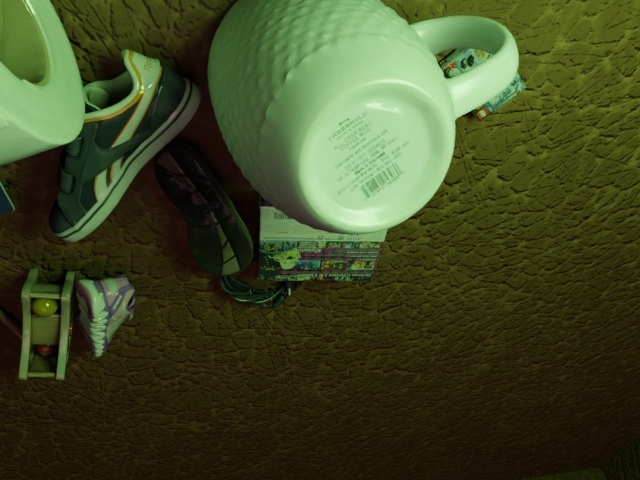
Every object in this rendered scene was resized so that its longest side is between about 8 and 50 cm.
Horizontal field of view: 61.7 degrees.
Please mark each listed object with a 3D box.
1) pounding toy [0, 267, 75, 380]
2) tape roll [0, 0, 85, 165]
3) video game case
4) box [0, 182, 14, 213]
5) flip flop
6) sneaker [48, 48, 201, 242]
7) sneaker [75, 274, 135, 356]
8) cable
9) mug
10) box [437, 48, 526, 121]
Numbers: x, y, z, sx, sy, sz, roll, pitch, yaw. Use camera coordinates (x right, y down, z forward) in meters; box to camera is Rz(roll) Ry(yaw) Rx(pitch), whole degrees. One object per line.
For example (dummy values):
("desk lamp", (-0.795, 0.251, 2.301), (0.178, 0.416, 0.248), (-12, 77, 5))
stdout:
("pounding toy", (-0.550, 0.174, 1.005), (0.154, 0.154, 0.270), (6, 131, -21))
("tape roll", (-0.376, -0.221, 0.570), (0.100, 0.286, 0.286), (-18, 136, 3))
("video game case", (0.000, 0.000, 0.986), (0.231, 0.042, 0.210), (0, 139, -7))
("box", (-0.605, -0.086, 0.817), (0.225, 0.037, 0.137), (-7, 135, -7))
("flip flop", (-0.198, -0.053, 0.940), (0.112, 0.080, 0.277), (-18, 121, 10))
("sneaker", (-0.325, -0.139, 0.781), (0.321, 0.126, 0.127), (-45, 134, 13))
("sneaker", (-0.420, 0.146, 1.066), (0.104, 0.095, 0.236), (-26, 157, -37))
("cable", (-0.118, 0.075, 1.101), (0.150, 0.047, 0.184), (-35, 132, 19))
("mug", (0.057, -0.181, 0.666), (0.373, 0.328, 0.276), (-24, 125, -2))
("box", (0.266, -0.270, 0.878), (0.094, 0.027, 0.137), (-36, 132, 18))
